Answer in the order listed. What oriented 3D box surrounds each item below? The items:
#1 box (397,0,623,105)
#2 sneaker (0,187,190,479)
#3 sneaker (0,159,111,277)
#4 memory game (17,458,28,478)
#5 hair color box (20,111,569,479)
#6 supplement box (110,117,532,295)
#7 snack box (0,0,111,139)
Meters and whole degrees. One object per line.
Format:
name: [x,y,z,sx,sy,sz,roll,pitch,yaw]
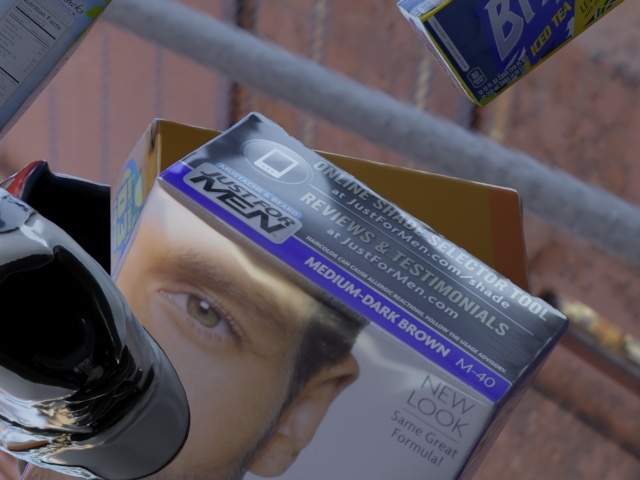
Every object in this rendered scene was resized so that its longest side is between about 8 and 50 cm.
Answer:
box: [0.125,-0.143,0.971,0.169,0.059,0.054,-37,19,1]
sneaker: [-0.052,0.024,0.376,0.040,0.044,0.109,-51,-36,-9]
sneaker: [-0.099,0.047,1.468,0.148,0.350,0.131,127,162,-54]
memory game: [-0.170,0.169,1.657,0.186,0.186,0.012,-45,-8,-23]
hair color box: [-0.044,0.130,0.952,0.110,0.185,0.339,-39,-21,-58]
supplement box: [0.000,0.000,1.097,0.233,0.078,0.080,12,-31,-24]
snack box: [-0.254,-0.124,1.505,0.207,0.070,0.174,-52,9,-5]
